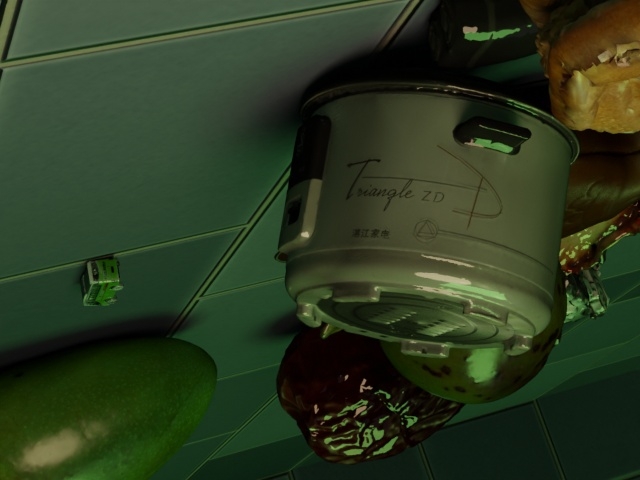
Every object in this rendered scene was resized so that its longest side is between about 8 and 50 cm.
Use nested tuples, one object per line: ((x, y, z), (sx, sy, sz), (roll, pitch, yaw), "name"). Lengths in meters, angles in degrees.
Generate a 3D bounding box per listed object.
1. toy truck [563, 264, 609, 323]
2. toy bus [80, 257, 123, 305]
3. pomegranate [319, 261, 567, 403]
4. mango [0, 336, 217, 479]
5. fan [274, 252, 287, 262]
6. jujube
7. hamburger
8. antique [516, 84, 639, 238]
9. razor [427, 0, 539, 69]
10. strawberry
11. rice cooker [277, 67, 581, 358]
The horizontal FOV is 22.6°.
((0.288, 0.039, 2.088), (0.114, 0.135, 0.270), (-22, 161, 20), "toy truck")
((-0.224, 0.043, 1.632), (0.037, 0.031, 0.083), (-6, 162, -18), "toy bus")
((0.125, 0.075, 1.746), (0.286, 0.231, 0.231), (-4, 166, 3), "pomegranate")
((-0.291, 0.228, 1.910), (0.382, 0.201, 0.225), (-24, 146, -23), "mango")
((0.000, 0.000, 1.807), (0.085, 0.005, 0.133), (-9, 164, -33), "fan")
((0.106, 0.167, 2.197), (0.342, 0.216, 0.216), (-24, 167, -16), "jujube")
((0.246, -0.181, 1.041), (0.260, 0.211, 0.245), (-4, 164, -32), "hamburger")
((0.198, -0.065, 1.570), (0.278, 0.129, 0.223), (-18, 166, -5), "antique")
((0.161, -0.176, 1.262), (0.148, 0.054, 0.090), (-15, 169, -14), "razor")
((0.283, -0.047, 1.882), (0.208, 0.087, 0.167), (26, 124, -36), "strawberry")
((0.091, -0.033, 1.344), (0.241, 0.227, 0.280), (13, 165, -13), "rice cooker")
